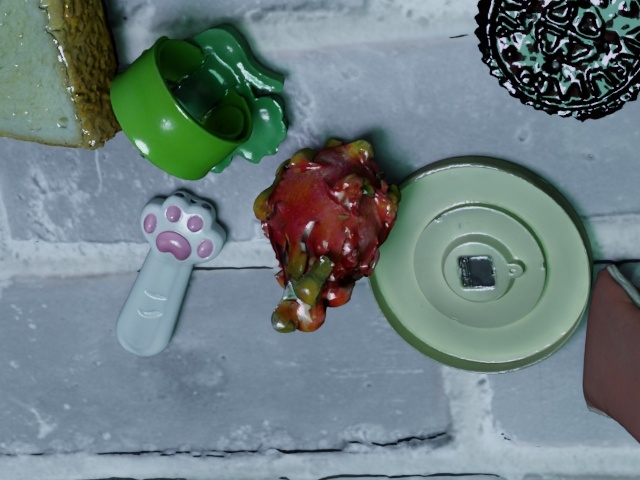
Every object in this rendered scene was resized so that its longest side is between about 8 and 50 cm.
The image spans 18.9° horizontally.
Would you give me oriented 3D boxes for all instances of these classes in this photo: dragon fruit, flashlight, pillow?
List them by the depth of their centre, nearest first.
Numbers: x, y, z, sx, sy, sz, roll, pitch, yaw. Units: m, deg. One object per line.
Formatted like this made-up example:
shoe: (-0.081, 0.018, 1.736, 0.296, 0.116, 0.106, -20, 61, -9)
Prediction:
pillow: (0.326, 0.132, 1.895, 0.075, 0.179, 0.171, -14, 123, -22)
dragon fruit: (0.000, 0.000, 1.911, 0.150, 0.208, 0.133, 33, 157, -33)
flashlight: (-0.167, 0.040, 2.036, 0.093, 0.047, 0.200, 25, 118, 2)

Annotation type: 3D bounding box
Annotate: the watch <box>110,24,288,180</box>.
watch: (-0.116, -0.126, 1.886, 0.131, 0.152, 0.165, -36, 100, 25)

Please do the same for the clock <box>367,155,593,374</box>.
clock: (0.160, 0.028, 1.952, 0.235, 0.029, 0.235, 6, 116, 12)

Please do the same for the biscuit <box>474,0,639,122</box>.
biscuit: (0.239, -0.206, 1.805, 0.194, 0.053, 0.195, 6, 116, 13)

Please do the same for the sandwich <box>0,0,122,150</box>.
sandwich: (-0.329, -0.232, 1.910, 0.249, 0.095, 0.273, 4, 116, 27)
